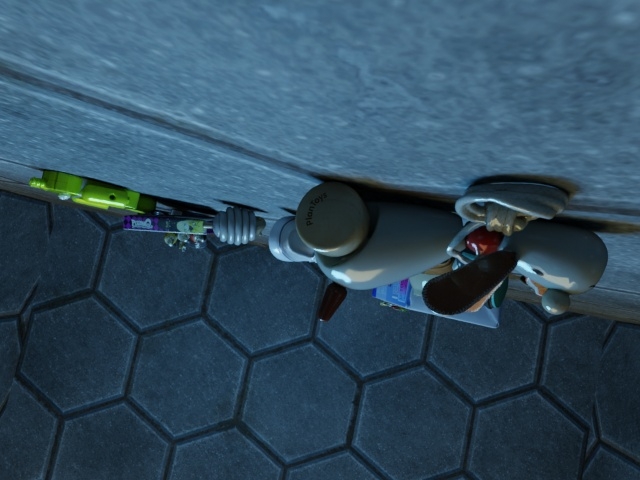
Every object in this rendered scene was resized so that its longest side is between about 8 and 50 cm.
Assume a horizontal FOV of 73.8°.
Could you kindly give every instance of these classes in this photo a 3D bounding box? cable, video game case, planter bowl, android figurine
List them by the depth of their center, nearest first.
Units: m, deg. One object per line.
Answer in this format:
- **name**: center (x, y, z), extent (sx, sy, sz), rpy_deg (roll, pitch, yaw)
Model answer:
- **planter bowl**: center (0.274, 0.085, 0.998), extent (0.161, 0.109, 0.162), rpy_deg (11, 176, 1)
- **android figurine**: center (-0.559, -0.115, 1.056), extent (0.272, 0.056, 0.248), rpy_deg (13, 176, -38)
- **video game case**: center (-0.370, -0.046, 1.143), extent (0.210, 0.042, 0.232), rpy_deg (4, -176, 2)
- **cable**: center (-0.448, -0.048, 1.343), extent (0.139, 0.072, 0.287), rpy_deg (-5, -148, -36)

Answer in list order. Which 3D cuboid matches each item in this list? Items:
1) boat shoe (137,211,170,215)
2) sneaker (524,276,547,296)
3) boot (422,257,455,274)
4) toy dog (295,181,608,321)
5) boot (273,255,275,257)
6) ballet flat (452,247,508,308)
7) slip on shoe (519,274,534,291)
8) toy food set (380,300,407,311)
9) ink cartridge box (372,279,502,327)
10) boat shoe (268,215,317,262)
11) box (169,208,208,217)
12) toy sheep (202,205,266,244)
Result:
- **boat shoe**: center (-0.580, -0.079, 1.558), extent (0.189, 0.068, 0.072), rpy_deg (20, -168, 27)
- **sneaker**: center (0.399, 0.064, 0.729), extent (0.067, 0.064, 0.175), rpy_deg (-4, 170, 35)
- **boot**: center (0.174, 0.030, 0.866), extent (0.197, 0.073, 0.152), rpy_deg (2, 171, 18)
- **toy dog**: center (0.114, 0.038, 0.487), extent (0.333, 0.161, 0.220), rpy_deg (8, 174, 43)
- **boot**: center (-0.103, 0.023, 1.544), extent (0.136, 0.077, 0.198), rpy_deg (8, -170, -12)
- **ballet flat**: center (0.300, 0.058, 0.796), extent (0.096, 0.095, 0.280), rpy_deg (20, 170, 27)
- **slip on shoe**: center (0.465, 0.085, 0.919), extent (0.041, 0.052, 0.135), rpy_deg (23, -176, 15)
- **toy food set**: center (0.241, 0.213, 1.396), extent (0.083, 0.020, 0.082), rpy_deg (15, 177, -17)
- **ink cartridge box**: center (0.325, 0.141, 1.296), extent (0.269, 0.151, 0.395), rpy_deg (13, 174, -8)
- **boat shoe**: center (0.000, 0.000, 0.873), extent (0.084, 0.095, 0.258), rpy_deg (4, -177, 33)
- **box**: center (-0.391, -0.065, 1.386), extent (0.116, 0.029, 0.162), rpy_deg (12, 174, 16)
- **toy sheep**: center (-0.179, -0.032, 0.892), extent (0.132, 0.091, 0.091), rpy_deg (-6, -179, -16)
